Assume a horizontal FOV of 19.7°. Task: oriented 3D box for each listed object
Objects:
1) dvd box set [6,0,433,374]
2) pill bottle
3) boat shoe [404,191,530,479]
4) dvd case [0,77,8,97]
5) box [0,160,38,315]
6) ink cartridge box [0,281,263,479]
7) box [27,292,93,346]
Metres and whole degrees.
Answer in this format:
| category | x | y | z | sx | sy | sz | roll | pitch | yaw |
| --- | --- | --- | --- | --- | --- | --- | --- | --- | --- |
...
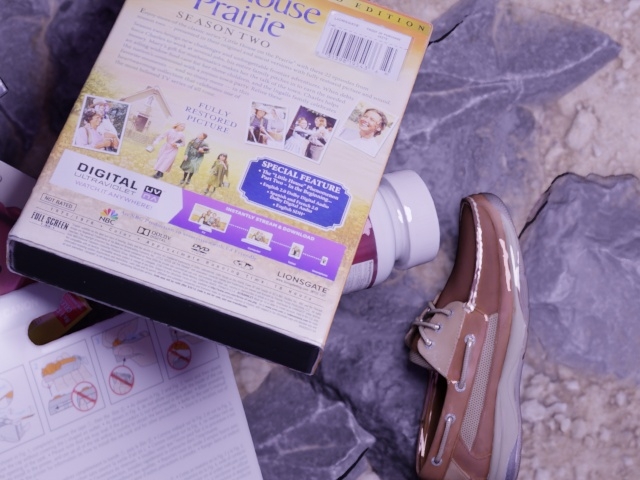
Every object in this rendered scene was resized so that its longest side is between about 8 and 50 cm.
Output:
| category | x | y | z | sx | sy | sz | roll | pitch | yaw |
| --- | --- | --- | --- | --- | --- | --- | --- | --- | --- |
| dvd box set | -0.087 | -0.098 | 1.798 | 0.308 | 0.062 | 0.420 | 19 | 54 | 0 |
| pill bottle | 0.000 | 0.000 | 1.863 | 0.221 | 0.121 | 0.121 | -15 | 95 | -19 |
| boat shoe | 0.152 | 0.111 | 1.963 | 0.116 | 0.123 | 0.324 | 1 | 91 | -8 |
| dvd case | -0.459 | -0.202 | 1.881 | 0.179 | 0.029 | 0.238 | -34 | 99 | -7 |
| box | -0.354 | 0.034 | 1.813 | 0.149 | 0.127 | 0.232 | 27 | 82 | 6 |
| ink cartridge box | -0.219 | 0.213 | 1.837 | 0.308 | 0.091 | 0.385 | -22 | 102 | -36 |
| box | -0.349 | 0.113 | 1.901 | 0.232 | 0.058 | 0.087 | -39 | 95 | -7 |
